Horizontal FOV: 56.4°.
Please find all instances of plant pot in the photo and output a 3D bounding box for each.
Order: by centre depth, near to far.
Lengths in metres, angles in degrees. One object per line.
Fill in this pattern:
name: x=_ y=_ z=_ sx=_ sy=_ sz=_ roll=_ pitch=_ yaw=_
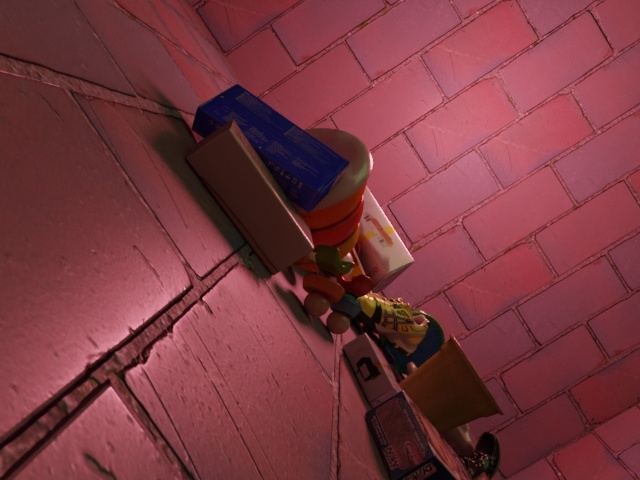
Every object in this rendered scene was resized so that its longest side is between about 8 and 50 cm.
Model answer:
plant pot: x=0.370 y=0.467 z=1.813 sx=0.276 sy=0.254 sz=0.276 roll=56 pitch=5 yaw=-8

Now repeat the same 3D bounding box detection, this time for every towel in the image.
towel: x=0.222 y=0.372 z=1.953 sx=0.067 sy=0.029 sz=0.119 roll=57 pitch=6 yaw=10

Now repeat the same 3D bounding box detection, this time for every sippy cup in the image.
sippy cup: x=0.319 y=0.359 z=2.237 sx=0.224 sy=0.240 sz=0.305 roll=-148 pitch=-134 yaw=-81

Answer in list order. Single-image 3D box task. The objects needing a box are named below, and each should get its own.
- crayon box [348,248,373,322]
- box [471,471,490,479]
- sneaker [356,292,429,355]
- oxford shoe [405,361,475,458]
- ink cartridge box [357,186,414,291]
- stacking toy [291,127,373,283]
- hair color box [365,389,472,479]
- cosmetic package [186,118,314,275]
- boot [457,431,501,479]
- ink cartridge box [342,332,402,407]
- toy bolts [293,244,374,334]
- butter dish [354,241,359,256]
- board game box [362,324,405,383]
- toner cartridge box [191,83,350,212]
crayon box: x=0.106 y=0.107 z=2.073 sx=0.203 sy=0.083 sz=0.323 roll=-107 pitch=174 yaw=-50
box: x=0.432 y=0.735 z=1.522 sx=0.232 sy=0.127 sz=0.148 roll=59 pitch=6 yaw=19
sneaker: x=0.212 y=0.236 z=1.997 sx=0.385 sy=0.147 sz=0.145 roll=37 pitch=4 yaw=-33
oxford shoe: x=0.429 y=0.609 z=2.058 sx=0.449 sy=0.130 sz=0.169 roll=60 pitch=6 yaw=4
ink cartridge box: x=0.164 y=0.012 z=2.395 sx=0.384 sy=0.160 sz=0.279 roll=59 pitch=-32 yaw=15
stacking toy: x=-0.002 y=-0.052 z=1.739 sx=0.350 sy=0.351 sz=0.480 roll=-117 pitch=-170 yaw=-47
hair color box: x=0.241 y=0.501 z=1.322 sx=0.347 sy=0.105 sz=0.174 roll=52 pitch=8 yaw=-38
cosmetic package: x=-0.145 y=-0.095 z=1.285 sx=0.309 sy=0.113 sz=0.160 roll=54 pitch=6 yaw=-18
boot: x=0.490 y=0.700 z=1.886 sx=0.085 sy=0.236 sz=0.178 roll=5 pitch=-30 yaw=41
ink cartridge box: x=0.140 y=0.339 z=1.496 sx=0.127 sy=0.072 sz=0.175 roll=51 pitch=8 yaw=-47
toy bolts: x=0.004 y=0.128 z=1.470 sx=0.218 sy=0.158 sz=0.228 roll=5 pitch=-25 yaw=43
butter dish: x=0.067 y=0.050 z=2.268 sx=0.160 sy=0.118 sz=0.160 roll=-127 pitch=-142 yaw=-51
board game box: x=0.232 y=0.421 z=2.037 sx=0.281 sy=0.027 sz=0.145 roll=56 pitch=5 yaw=-11
toner cartridge box: x=-0.116 y=-0.225 z=1.422 sx=0.348 sy=0.075 sz=0.165 roll=36 pitch=43 yaw=6
